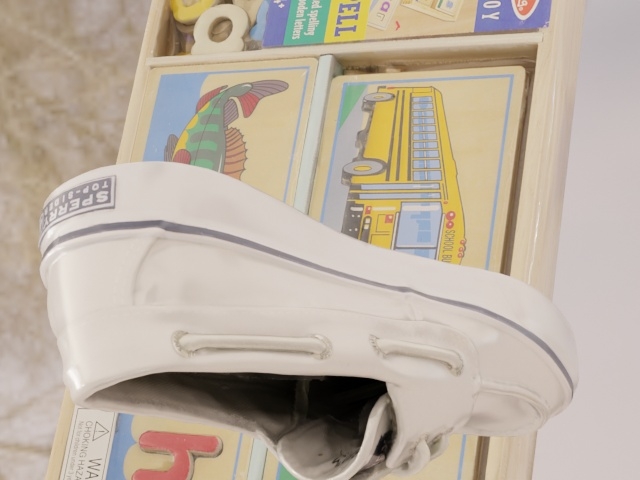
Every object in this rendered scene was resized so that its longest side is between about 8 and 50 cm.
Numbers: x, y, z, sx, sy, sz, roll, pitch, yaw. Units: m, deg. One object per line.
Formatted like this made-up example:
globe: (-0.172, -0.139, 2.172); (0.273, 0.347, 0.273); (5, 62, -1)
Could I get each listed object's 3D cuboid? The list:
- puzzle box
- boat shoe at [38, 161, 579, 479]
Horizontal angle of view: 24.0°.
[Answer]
puzzle box: (0.000, 0.000, 0.855); (0.272, 0.409, 0.052); (0, 158, 25)
boat shoe: (0.006, 0.051, 0.552); (0.258, 0.084, 0.095); (18, 146, -39)
